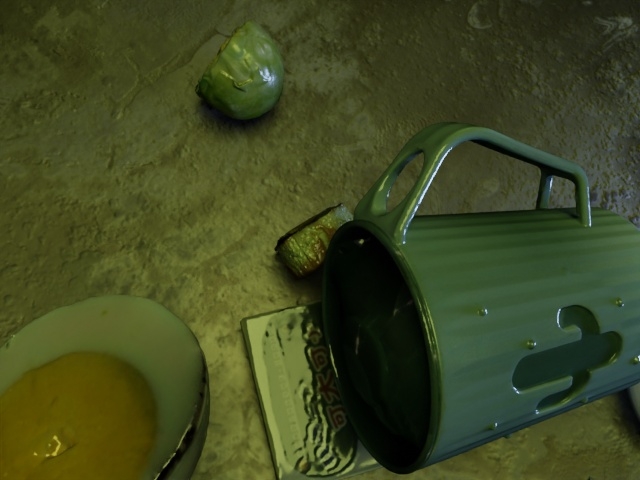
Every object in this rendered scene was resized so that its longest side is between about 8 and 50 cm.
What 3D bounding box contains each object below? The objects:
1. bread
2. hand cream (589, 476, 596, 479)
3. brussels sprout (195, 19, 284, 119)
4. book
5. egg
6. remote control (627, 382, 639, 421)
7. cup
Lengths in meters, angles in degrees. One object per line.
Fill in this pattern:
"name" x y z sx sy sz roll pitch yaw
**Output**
"bread" 0.000 0.000 1.011 0.128 0.140 0.069 -34 88 -13
"hand cream" 0.415 0.447 0.892 0.111 0.070 0.312 28 26 3
"brussels sprout" -0.114 -0.263 1.083 0.122 0.149 0.151 35 85 -14
"book" 0.088 0.198 1.009 0.371 0.043 0.260 -12 73 -14
"egg" -0.273 0.244 0.848 0.337 0.201 0.337 -6 55 9
"remote control" 0.635 0.231 1.055 0.332 0.103 0.221 3 65 -9
"cup" 0.221 0.073 0.862 0.392 0.401 0.310 -9 47 -20
